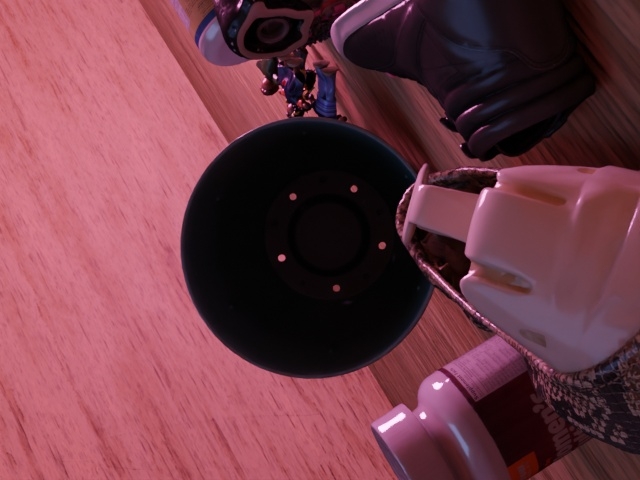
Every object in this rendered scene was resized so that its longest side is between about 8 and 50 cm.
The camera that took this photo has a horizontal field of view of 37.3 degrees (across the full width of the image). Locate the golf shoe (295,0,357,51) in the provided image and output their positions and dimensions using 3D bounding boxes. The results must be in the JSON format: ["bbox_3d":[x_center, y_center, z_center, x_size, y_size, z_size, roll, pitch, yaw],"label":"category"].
[{"bbox_3d":[-0.013,-0.263,1.047,0.086,0.067,0.186,68,162,-1],"label":"golf shoe"}]

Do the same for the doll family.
[{"bbox_3d":[-0.027,-0.204,1.266,0.193,0.076,0.111,-122,26,-49],"label":"doll family"}]

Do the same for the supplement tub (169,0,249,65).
[{"bbox_3d":[-0.127,-0.335,1.183,0.199,0.144,0.144,59,172,10],"label":"supplement tub"}]

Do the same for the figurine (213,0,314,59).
[{"bbox_3d":[-0.073,-0.328,0.942,0.209,0.092,0.215,61,148,29],"label":"figurine"}]

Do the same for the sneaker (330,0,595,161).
[{"bbox_3d":[0.095,-0.124,0.705,0.146,0.105,0.296,66,167,-6],"label":"sneaker"}]

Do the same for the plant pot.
[{"bbox_3d":[0.000,0.000,1.167,0.293,0.293,0.235,60,-172,-1],"label":"plant pot"}]

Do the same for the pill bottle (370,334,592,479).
[{"bbox_3d":[0.164,0.149,0.838,0.121,0.221,0.121,58,172,14],"label":"pill bottle"}]

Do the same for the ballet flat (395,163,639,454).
[{"bbox_3d":[0.144,0.015,0.607,0.182,0.164,0.483,27,180,-12],"label":"ballet flat"}]
